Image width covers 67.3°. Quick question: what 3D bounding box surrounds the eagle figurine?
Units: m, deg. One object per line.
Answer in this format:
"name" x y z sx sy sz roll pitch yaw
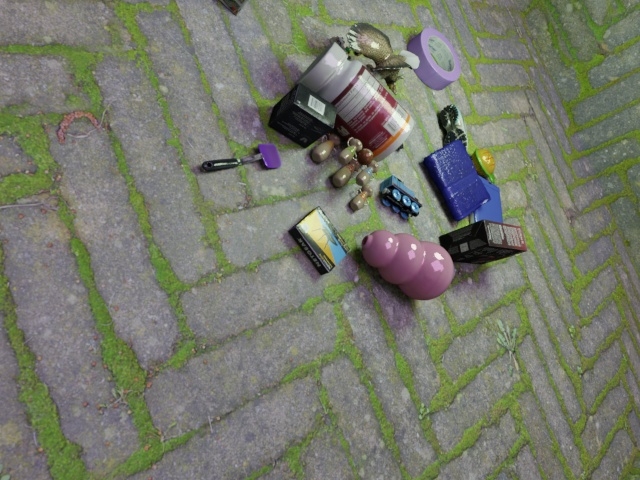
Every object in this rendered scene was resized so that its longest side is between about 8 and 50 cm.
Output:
"eagle figurine" 0.237 -0.668 1.803 0.298 0.227 0.225 34 66 -69

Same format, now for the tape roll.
"tape roll" 0.533 -0.848 2.248 0.275 0.090 0.274 14 65 -34

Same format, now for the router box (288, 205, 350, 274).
"router box" 0.000 0.000 1.516 0.179 0.046 0.133 53 49 -9

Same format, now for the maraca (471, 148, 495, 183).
"maraca" 0.765 -0.346 2.229 0.185 0.099 0.127 51 38 -21

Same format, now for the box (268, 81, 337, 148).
"box" -0.058 -0.400 1.552 0.156 0.158 0.093 27 59 -29

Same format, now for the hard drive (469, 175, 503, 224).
"hard drive" 0.748 -0.129 2.168 0.210 0.040 0.318 20 61 -32

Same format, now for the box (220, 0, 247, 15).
"box" -0.320 -0.842 1.547 0.207 0.114 0.036 38 53 -21

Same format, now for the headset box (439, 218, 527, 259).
"headset box" 0.659 0.014 1.923 0.293 0.218 0.110 6 69 -36

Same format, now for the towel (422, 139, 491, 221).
"towel" 0.574 -0.254 2.037 0.228 0.076 0.308 -30 95 -28

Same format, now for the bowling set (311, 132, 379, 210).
"bowling set" 0.133 -0.260 1.633 0.287 0.200 0.154 53 48 -15

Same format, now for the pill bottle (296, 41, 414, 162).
"pill bottle" 0.120 -0.478 1.683 0.392 0.224 0.224 41 52 -18

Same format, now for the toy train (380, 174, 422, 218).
"toy train" 0.304 -0.160 1.803 0.184 0.080 0.105 30 50 -26

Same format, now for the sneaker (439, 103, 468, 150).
"sneaker" 0.625 -0.469 2.164 0.122 0.110 0.282 13 69 -48

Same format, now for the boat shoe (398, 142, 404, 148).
"boat shoe" 0.275 -0.453 1.920 0.065 0.075 0.206 -24 95 1

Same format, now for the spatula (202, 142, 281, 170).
"spatula" -0.227 -0.240 1.439 0.297 0.030 0.084 -20 88 -42

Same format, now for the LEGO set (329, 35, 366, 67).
"LEGO set" 0.104 -0.685 1.886 0.182 0.060 0.244 33 56 -40

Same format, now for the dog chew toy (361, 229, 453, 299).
"dog chew toy" 0.285 0.070 1.623 0.332 0.207 0.206 26 58 -20
